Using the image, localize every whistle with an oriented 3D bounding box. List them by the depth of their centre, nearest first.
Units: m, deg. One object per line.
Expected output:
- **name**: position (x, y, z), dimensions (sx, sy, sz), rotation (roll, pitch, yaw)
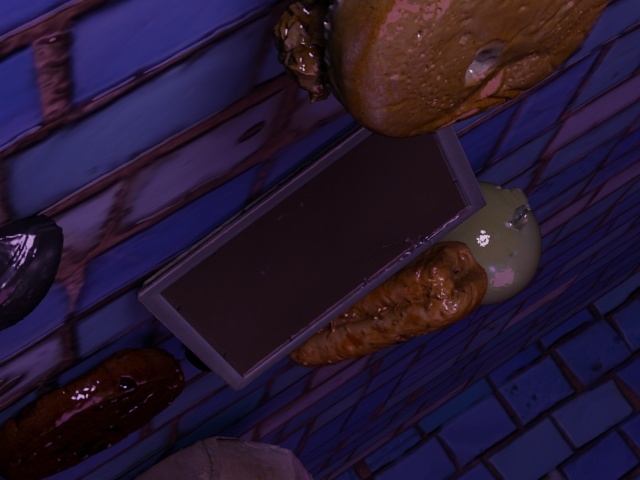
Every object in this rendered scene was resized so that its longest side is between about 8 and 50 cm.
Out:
- **whistle**: position (0.122, 0.023, 1.551), dimensions (0.294, 0.141, 0.141), rotation (-24, 177, 42)

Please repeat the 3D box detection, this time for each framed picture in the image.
- **framed picture**: position (0.000, 0.000, 1.232), dimensions (0.296, 0.019, 0.232), rotation (-37, 149, -2)

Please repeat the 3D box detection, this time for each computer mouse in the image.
- **computer mouse**: position (-0.212, 0.038, 0.899), dimensions (0.135, 0.047, 0.079), rotation (-36, 165, 5)

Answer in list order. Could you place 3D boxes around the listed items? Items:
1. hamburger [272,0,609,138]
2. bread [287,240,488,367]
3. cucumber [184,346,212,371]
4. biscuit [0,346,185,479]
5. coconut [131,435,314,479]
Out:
- **hamburger**: position (0.070, -0.158, 0.797), dimensions (0.215, 0.122, 0.189), rotation (-27, 157, -20)
- **bread**: position (0.061, 0.067, 1.438), dimensions (0.211, 0.083, 0.114), rotation (-21, -178, 29)
- **cucumber**: position (-0.024, 0.053, 1.370), dimensions (0.244, 0.063, 0.115), rotation (-39, 165, 14)
- **biscuit**: position (-0.209, 0.156, 1.283), dimensions (0.192, 0.049, 0.192), rotation (-28, 161, -10)
- **coconut**: position (-0.131, 0.414, 1.780), dimensions (0.352, 0.353, 0.352), rotation (-34, 166, -10)
